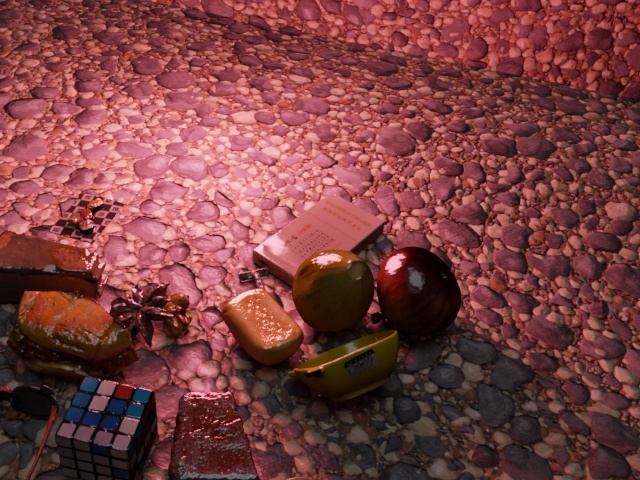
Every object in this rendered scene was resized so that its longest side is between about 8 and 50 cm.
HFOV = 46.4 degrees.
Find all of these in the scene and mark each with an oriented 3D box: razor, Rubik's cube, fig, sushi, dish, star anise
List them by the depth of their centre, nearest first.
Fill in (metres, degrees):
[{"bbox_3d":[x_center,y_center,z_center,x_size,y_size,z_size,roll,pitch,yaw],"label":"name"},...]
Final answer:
[{"bbox_3d":[-0.433,0.395,1.527,0.154,0.155,0.151,11,43,4],"label":"Rubik's cube"},{"bbox_3d":[0.073,0.301,1.721,0.262,0.221,0.108,-20,88,-25],"label":"dish"},{"bbox_3d":[-0.434,0.170,1.819,0.182,0.065,0.195,21,61,34],"label":"star anise"},{"bbox_3d":[0.033,0.112,1.866,0.207,0.230,0.207,3,42,-3],"label":"fig"},{"bbox_3d":[0.243,0.132,1.898,0.235,0.214,0.235,11,62,-22],"label":"fig"},{"bbox_3d":[-0.144,0.149,1.945,0.084,0.036,0.211,-12,44,-19],"label":"razor"},{"bbox_3d":[-0.664,-0.081,2.128,0.139,0.031,0.201,14,41,8],"label":"sushi"}]

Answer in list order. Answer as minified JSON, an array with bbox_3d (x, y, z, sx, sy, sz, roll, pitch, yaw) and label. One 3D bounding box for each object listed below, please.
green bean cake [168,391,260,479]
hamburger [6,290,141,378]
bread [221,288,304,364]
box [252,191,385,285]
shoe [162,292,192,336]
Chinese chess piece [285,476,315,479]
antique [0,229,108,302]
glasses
[{"bbox_3d":[-0.213,0.430,1.564,0.198,0.097,0.233,0,41,-7],"label":"green bean cake"},{"bbox_3d":[-0.579,0.220,1.705,0.245,0.155,0.282,-23,53,-26],"label":"hamburger"},{"bbox_3d":[-0.142,0.216,1.820,0.147,0.098,0.217,-23,51,-25],"label":"bread"},{"bbox_3d":[0.000,0.001,2.124,0.204,0.051,0.365,31,46,24],"label":"box"},{"bbox_3d":[-0.351,0.184,1.848,0.069,0.072,0.109,-25,30,21],"label":"shoe"},{"bbox_3d":[-0.039,0.546,1.491,0.144,0.058,0.144,4,43,-4],"label":"Chinese chess piece"},{"bbox_3d":[-0.680,0.080,1.871,0.284,0.125,0.150,7,42,0],"label":"antique"},{"bbox_3d":[-0.670,0.411,1.500,0.234,0.118,0.268,5,41,-6],"label":"glasses"}]
